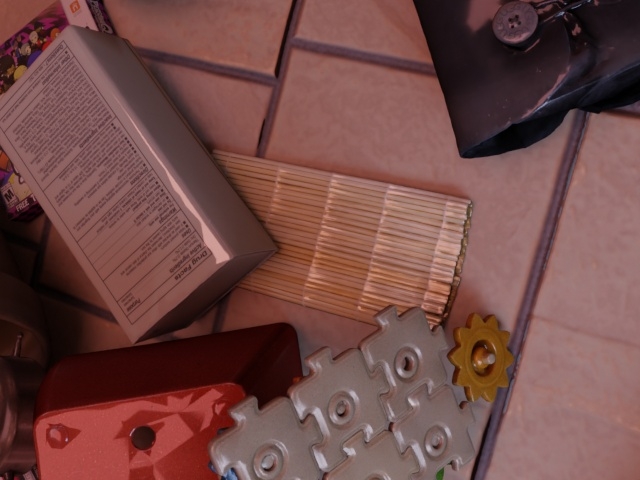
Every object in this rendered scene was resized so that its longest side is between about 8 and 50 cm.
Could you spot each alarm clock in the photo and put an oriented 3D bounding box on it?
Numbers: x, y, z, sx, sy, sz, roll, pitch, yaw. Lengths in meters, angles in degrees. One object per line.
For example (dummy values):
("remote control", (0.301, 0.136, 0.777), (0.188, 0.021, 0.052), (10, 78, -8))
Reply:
("alarm clock", (-0.343, 0.206, 0.909), (0.129, 0.064, 0.192), (-35, 63, 28))

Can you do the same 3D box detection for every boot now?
("boot", (0.087, -0.282, 0.827), (0.367, 0.146, 0.445), (-25, 83, 24))

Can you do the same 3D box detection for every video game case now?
("video game case", (-0.334, -0.167, 1.059), (0.232, 0.042, 0.210), (-29, 78, 21))

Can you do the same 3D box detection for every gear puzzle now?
("gear puzzle", (0.053, 0.152, 0.745), (0.044, 0.339, 0.175), (-5, 110, 54))

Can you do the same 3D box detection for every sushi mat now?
("sushi mat", (0.000, 0.000, 0.916), (0.317, 0.019, 0.151), (13, 94, 24))

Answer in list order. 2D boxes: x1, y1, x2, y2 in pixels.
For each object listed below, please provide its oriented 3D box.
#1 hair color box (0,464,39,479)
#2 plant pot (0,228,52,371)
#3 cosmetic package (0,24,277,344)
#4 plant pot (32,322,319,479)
("hair color box", (-0.408, 0.370, 1.043), (0.374, 0.114, 0.185), (-37, 75, 20))
("plant pot", (-0.506, 0.037, 1.012), (0.323, 0.323, 0.280), (-30, 61, 21))
("cosmetic package", (-0.208, -0.062, 0.925), (0.160, 0.113, 0.309), (-39, 80, 20))
("plant pot", (-0.138, 0.229, 0.805), (0.267, 0.236, 0.267), (-9, 85, -1))
